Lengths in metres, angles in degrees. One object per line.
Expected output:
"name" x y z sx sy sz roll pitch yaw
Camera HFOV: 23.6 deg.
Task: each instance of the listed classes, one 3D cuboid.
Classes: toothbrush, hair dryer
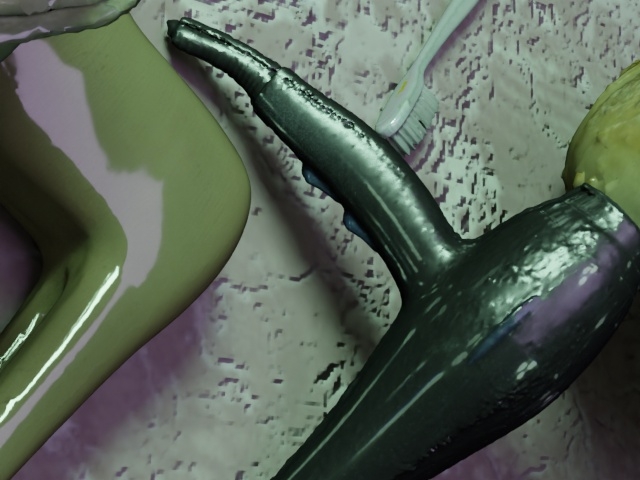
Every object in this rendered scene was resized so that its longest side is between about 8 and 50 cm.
"toothbrush" 0.084 -0.140 0.764 0.024 0.018 0.257 46 54 -28
"hair dryer" 0.000 0.000 0.619 0.195 0.075 0.219 -41 82 -3

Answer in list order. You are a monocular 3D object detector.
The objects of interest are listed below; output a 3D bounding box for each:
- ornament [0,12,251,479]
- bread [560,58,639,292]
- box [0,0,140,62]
"ornament" -0.110 -0.072 0.548 0.230 0.061 0.245 54 54 -16
"bread" 0.260 0.008 0.708 0.306 0.305 0.158 24 106 -35
"box" -0.191 -0.135 0.384 0.291 0.166 0.220 -14 81 -32
